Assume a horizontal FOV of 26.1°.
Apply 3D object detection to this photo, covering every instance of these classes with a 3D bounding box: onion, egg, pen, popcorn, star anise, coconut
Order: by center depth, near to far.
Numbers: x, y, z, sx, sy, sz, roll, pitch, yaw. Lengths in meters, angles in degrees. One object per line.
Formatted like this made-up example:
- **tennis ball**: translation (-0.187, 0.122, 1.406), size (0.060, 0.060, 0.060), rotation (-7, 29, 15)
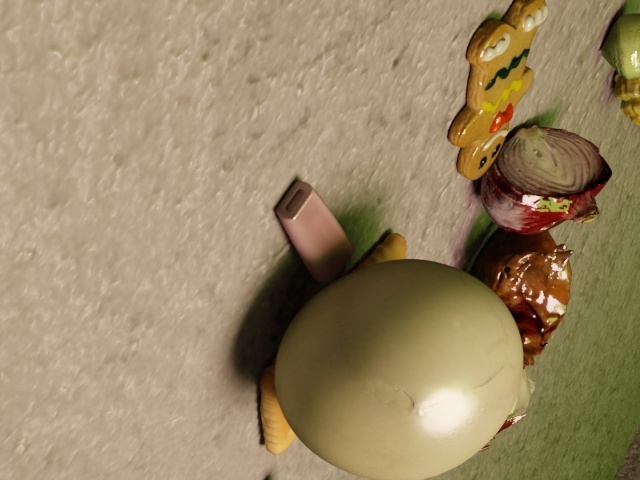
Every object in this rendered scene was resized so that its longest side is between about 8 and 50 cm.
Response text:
- **pen**: translation (0.000, 0.000, 1.344), size (0.053, 0.032, 0.197), rotation (-55, 155, -12)
- **egg**: translation (0.081, 0.128, 1.372), size (0.269, 0.219, 0.219), rotation (-19, 138, -31)
- **onion**: translation (0.277, -0.058, 1.724), size (0.206, 0.151, 0.098), rotation (-13, 146, -40)
- **star anise**: translation (0.223, 0.103, 1.754), size (0.346, 0.148, 0.237), rotation (-44, 166, -24)
- **coconut**: translation (0.421, -0.259, 1.846), size (0.088, 0.096, 0.088), rotation (-4, 90, -73)
- **popcorn**: translation (0.489, -0.224, 1.971), size (0.135, 0.141, 0.162), rotation (2, 98, -24)

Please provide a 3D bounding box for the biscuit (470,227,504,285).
- **biscuit**: translation (0.222, 0.079, 1.907), size (0.236, 0.039, 0.180), rotation (-60, 157, -3)

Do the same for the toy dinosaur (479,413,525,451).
- **toy dinosaur**: translation (0.183, 0.278, 1.935), size (0.220, 0.032, 0.108), rotation (-18, 127, 3)

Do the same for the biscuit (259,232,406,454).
- **biscuit**: translation (0.019, 0.114, 1.522), size (0.250, 0.030, 0.160), rotation (-46, 154, -30)

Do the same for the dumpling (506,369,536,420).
- **dumpling**: translation (0.225, 0.227, 2.007), size (0.166, 0.126, 0.216), rotation (-36, 180, 15)

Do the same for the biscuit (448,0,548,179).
- **biscuit**: translation (0.200, -0.163, 1.563), size (0.158, 0.035, 0.240), rotation (-41, 151, -34)
